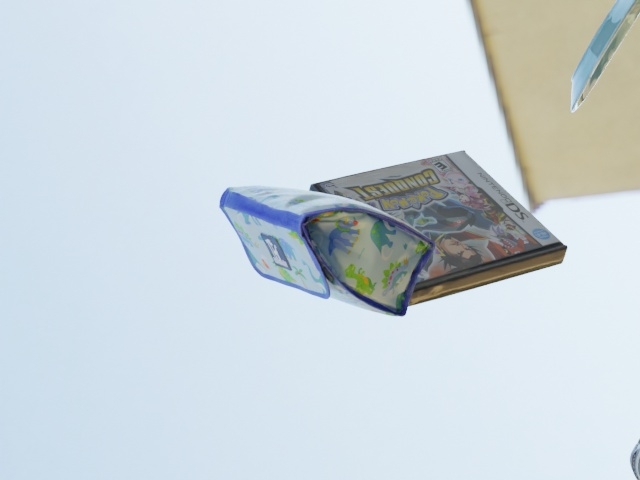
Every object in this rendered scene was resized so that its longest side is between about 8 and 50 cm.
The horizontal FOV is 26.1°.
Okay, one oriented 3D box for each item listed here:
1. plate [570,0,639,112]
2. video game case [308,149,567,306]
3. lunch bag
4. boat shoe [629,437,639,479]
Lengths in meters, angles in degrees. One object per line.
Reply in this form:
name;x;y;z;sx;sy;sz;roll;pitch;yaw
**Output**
plate;0.331;-0.233;1.588;0.024;0.188;0.188;33;-133;9
video game case;0.161;-0.024;1.914;0.274;0.248;0.035;-14;-46;-31
lunch bag;0.000;0.000;1.209;0.151;0.129;0.096;29;-97;-38
boat shoe;0.480;0.216;1.635;0.257;0.095;0.095;-21;-88;-6
